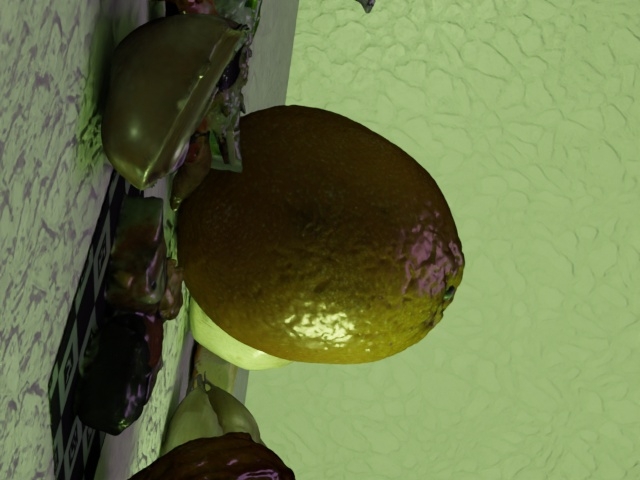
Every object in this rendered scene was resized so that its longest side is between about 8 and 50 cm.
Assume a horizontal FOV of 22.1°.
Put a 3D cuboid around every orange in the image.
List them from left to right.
[{"bbox_3d":[0.000,0.000,2.018,0.322,0.357,0.322,21,90,-83],"label":"orange"}]

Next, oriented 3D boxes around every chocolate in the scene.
[{"bbox_3d":[-0.133,-0.130,1.370,0.161,0.083,0.261,-61,-178,3],"label":"chocolate"}]

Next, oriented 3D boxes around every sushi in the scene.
[{"bbox_3d":[-0.176,0.094,1.549,0.343,0.064,0.359,98,3,-50],"label":"sushi"},{"bbox_3d":[-0.115,-0.174,1.589,0.097,0.103,0.226,-103,-162,-46],"label":"sushi"}]

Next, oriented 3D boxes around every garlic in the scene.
[{"bbox_3d":[-0.174,0.341,2.348,0.237,0.210,0.292,57,33,-32],"label":"garlic"}]

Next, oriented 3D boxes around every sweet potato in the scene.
[{"bbox_3d":[-0.146,-0.095,1.812,0.214,0.050,0.050,98,2,-62],"label":"sweet potato"}]

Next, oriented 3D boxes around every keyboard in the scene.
[{"bbox_3d":[-0.119,-0.152,1.782,0.166,0.017,0.055,-112,-164,-44],"label":"keyboard"}]

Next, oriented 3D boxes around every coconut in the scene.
[{"bbox_3d":[-0.094,0.077,2.329,0.224,0.224,0.224,9,90,-89],"label":"coconut"}]

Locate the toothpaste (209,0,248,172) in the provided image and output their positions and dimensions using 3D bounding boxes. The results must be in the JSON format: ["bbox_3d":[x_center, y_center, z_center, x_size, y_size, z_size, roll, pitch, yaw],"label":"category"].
[{"bbox_3d":[-0.117,-0.202,1.874,0.047,0.078,0.248,-65,161,-80],"label":"toothpaste"}]

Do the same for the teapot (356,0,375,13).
[{"bbox_3d":[0.037,-0.450,2.072,0.252,0.280,0.424,100,-1,-54],"label":"teapot"}]

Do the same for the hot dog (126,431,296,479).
[{"bbox_3d":[-0.162,0.364,1.609,0.267,0.174,0.387,102,11,-60],"label":"hot dog"}]

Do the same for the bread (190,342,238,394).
[{"bbox_3d":[-0.157,0.159,2.567,0.125,0.068,0.188,98,3,-48],"label":"bread"}]

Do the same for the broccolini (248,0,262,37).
[{"bbox_3d":[-0.086,-0.387,2.341,0.058,0.067,0.216,-61,170,-76],"label":"broccolini"}]

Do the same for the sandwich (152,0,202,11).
[{"bbox_3d":[-0.113,-0.255,1.248,0.160,0.109,0.185,-60,-173,17],"label":"sandwich"}]
